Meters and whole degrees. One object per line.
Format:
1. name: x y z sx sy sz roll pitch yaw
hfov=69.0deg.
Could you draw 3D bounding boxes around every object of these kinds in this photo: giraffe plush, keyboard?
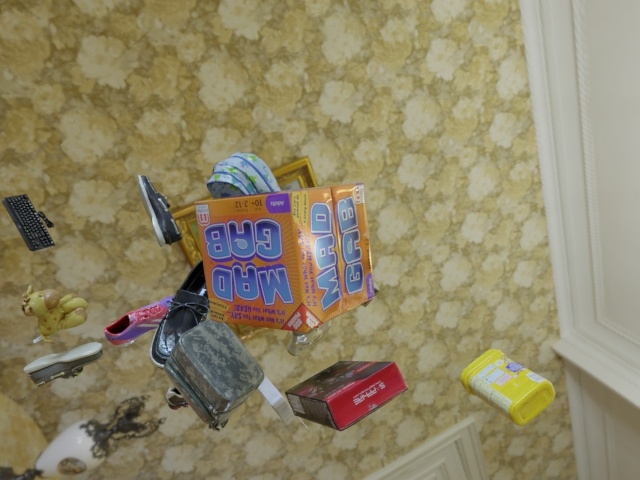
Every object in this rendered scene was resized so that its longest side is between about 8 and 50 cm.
1. giraffe plush: -0.948 0.235 1.622 0.182 0.210 0.170 19 -40 35
2. keyboard: -0.865 -0.058 1.408 0.180 0.023 0.108 61 26 -1

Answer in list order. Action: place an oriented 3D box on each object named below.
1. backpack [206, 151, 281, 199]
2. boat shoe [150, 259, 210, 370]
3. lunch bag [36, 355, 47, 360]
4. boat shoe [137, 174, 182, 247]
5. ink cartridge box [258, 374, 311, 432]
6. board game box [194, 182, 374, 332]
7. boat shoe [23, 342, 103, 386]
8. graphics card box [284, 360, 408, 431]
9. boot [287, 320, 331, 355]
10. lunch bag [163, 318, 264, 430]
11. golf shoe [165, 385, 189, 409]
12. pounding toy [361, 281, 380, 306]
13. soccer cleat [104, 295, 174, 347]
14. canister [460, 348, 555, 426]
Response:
1. backpack: -0.273 -0.164 1.799 0.290 0.274 0.355 13 -59 42
2. boat shoe: -0.512 0.266 1.823 0.187 0.499 0.155 17 -37 9
3. lunch bag: -1.143 0.528 1.933 0.053 0.071 0.083 34 37 -56
4. boat shoe: -0.613 -0.119 1.768 0.302 0.091 0.114 67 -25 9
5. ink cartridge box: -0.189 0.725 2.080 0.296 0.066 0.261 23 -33 59
6. board game box: -0.094 0.031 1.370 0.357 0.357 0.355 -1 -82 36
7. boat shoe: -0.900 0.444 1.659 0.109 0.306 0.091 -69 140 -74
8. graphics card box: 0.061 0.447 1.384 0.094 0.233 0.371 65 -25 4
9. boot: -0.037 0.385 2.097 0.095 0.262 0.203 41 -38 27
10. lunch bag: -0.374 0.463 1.576 0.305 0.213 0.256 46 -55 12
11. golf shoe: -0.463 0.567 1.814 0.105 0.273 0.120 54 -30 28
12. pounding toy: 0.198 0.242 2.209 0.141 0.130 0.100 31 16 -28
13. soccer cleat: -0.718 0.316 1.899 0.108 0.319 0.116 48 -20 31
14. canister: 0.423 0.332 1.063 0.073 0.126 0.170 62 -13 -20
